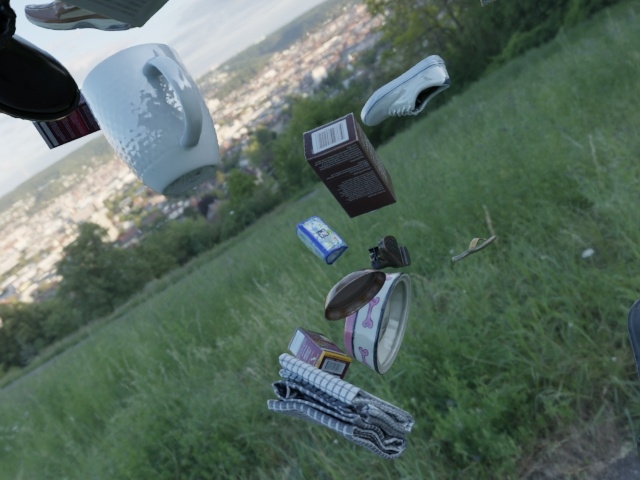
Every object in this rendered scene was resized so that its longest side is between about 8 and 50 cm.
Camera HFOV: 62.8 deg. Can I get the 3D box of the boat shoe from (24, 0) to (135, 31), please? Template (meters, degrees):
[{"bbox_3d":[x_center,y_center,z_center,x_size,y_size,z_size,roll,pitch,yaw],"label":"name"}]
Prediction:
[{"bbox_3d":[-0.653,-0.643,1.436,0.325,0.116,0.123,2,33,5],"label":"boat shoe"}]

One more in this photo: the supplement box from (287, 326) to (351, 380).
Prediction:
[{"bbox_3d":[-0.006,0.341,1.575,0.188,0.104,0.080,29,96,59],"label":"supplement box"}]

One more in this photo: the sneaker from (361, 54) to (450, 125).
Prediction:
[{"bbox_3d":[0.211,-0.357,1.333,0.094,0.091,0.258,2,-28,-47],"label":"sneaker"}]

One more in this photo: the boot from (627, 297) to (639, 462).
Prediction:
[{"bbox_3d":[0.527,0.241,0.823,0.091,0.228,0.262,3,46,28],"label":"boot"}]

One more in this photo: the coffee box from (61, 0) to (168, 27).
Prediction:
[{"bbox_3d":[-0.281,-0.511,0.572,0.338,0.334,0.338,-33,-8,23],"label":"coffee box"}]

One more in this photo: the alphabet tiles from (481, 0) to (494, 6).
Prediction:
[{"bbox_3d":[0.451,-0.701,1.187,0.343,0.285,0.011,-25,52,12],"label":"alphabet tiles"}]

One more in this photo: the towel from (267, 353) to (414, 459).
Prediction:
[{"bbox_3d":[0.045,0.371,1.144,0.235,0.284,0.121,14,72,39],"label":"towel"}]

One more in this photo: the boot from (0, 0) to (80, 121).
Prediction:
[{"bbox_3d":[-0.499,-0.301,0.804,0.260,0.348,0.131,-2,76,41],"label":"boot"}]

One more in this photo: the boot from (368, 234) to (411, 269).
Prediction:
[{"bbox_3d":[0.172,0.046,1.442,0.106,0.082,0.219,-17,-20,21],"label":"boot"}]

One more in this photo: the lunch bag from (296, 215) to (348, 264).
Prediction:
[{"bbox_3d":[0.000,0.000,1.542,0.096,0.129,0.151,-49,-14,11],"label":"lunch bag"}]

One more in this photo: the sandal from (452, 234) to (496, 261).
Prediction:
[{"bbox_3d":[0.557,0.021,1.914,0.180,0.049,0.072,-29,-12,12],"label":"sandal"}]

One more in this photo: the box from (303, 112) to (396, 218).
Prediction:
[{"bbox_3d":[0.111,-0.251,1.846,0.191,0.381,0.143,-19,52,18],"label":"box"}]

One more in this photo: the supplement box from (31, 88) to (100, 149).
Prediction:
[{"bbox_3d":[-0.775,-0.396,1.662,0.240,0.130,0.073,-26,63,-15],"label":"supplement box"}]

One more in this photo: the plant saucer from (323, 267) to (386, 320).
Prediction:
[{"bbox_3d":[0.072,0.117,1.179,0.169,0.168,0.029,-35,61,-7],"label":"plant saucer"}]

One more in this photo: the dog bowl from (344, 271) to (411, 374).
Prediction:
[{"bbox_3d":[0.227,0.310,2.076,0.151,0.407,0.408,12,40,23],"label":"dog bowl"}]

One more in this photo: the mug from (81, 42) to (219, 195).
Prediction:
[{"bbox_3d":[-0.401,-0.312,1.348,0.276,0.327,0.374,-28,-3,-32],"label":"mug"}]
